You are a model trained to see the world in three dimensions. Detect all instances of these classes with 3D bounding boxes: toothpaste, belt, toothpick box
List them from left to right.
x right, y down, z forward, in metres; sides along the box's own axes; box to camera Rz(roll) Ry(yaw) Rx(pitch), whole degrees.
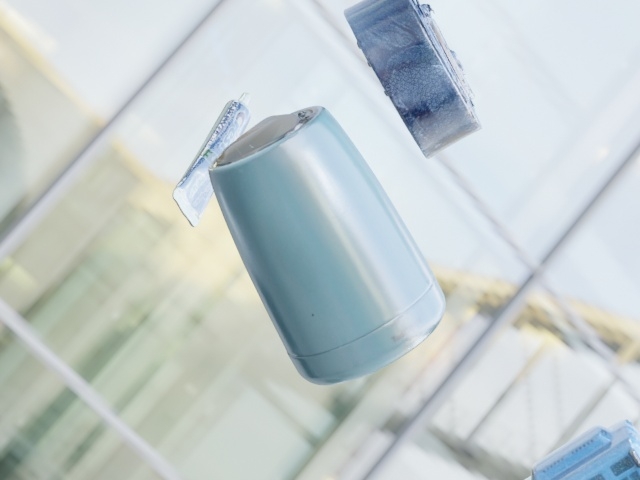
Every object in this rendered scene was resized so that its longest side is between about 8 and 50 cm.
[{"bbox_3d":[-0.121,-0.102,2.304,0.035,0.197,0.057,-3,-45,32],"label":"toothpaste"},{"bbox_3d":[0.000,0.000,1.413,0.184,0.120,0.120,61,-19,-14],"label":"toothpick box"},{"bbox_3d":[0.097,-0.169,1.963,0.190,0.082,0.141,55,10,-40],"label":"belt"}]

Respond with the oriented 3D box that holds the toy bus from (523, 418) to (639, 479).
[{"bbox_3d":[0.226,0.267,1.818,0.133,0.234,0.116,56,8,-1],"label":"toy bus"}]
